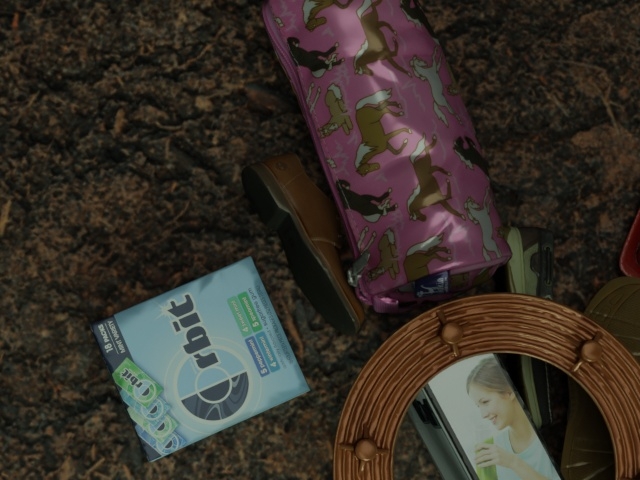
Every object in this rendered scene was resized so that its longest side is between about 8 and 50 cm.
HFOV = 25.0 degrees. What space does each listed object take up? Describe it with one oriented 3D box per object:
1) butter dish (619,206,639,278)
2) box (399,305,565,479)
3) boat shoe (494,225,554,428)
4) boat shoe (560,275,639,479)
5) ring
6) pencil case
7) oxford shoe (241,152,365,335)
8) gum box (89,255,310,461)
[{"bbox_3d":[0.432,-0.008,1.575,0.160,0.118,0.160,26,79,-2],"label":"butter dish"},{"bbox_3d":[0.171,0.218,1.482,0.087,0.169,0.290,-27,87,-8],"label":"box"},{"bbox_3d":[0.236,0.091,1.553,0.073,0.080,0.223,-7,78,-4],"label":"boat shoe"},{"bbox_3d":[0.309,0.174,1.548,0.098,0.096,0.277,11,65,18],"label":"boat shoe"},{"bbox_3d":[0.179,0.216,1.383,0.337,0.032,0.336,1,84,-6],"label":"ring"},{"bbox_3d":[0.066,-0.120,1.522,0.167,0.160,0.386,-9,78,-53],"label":"pencil case"},{"bbox_3d":[0.000,0.000,1.542,0.076,0.076,0.212,-27,88,-28],"label":"oxford shoe"},{"bbox_3d":[-0.127,0.124,1.518,0.184,0.041,0.157,-24,85,-11],"label":"gum box"}]
